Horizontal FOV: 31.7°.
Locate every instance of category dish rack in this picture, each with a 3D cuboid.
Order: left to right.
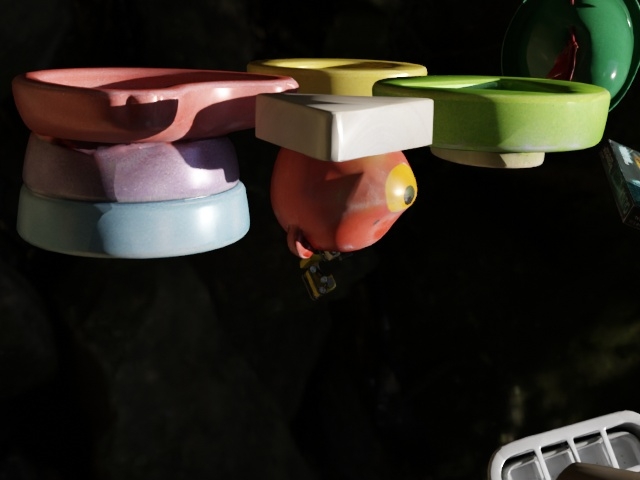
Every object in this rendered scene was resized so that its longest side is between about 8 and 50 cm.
[{"bbox_3d":[0.398,0.430,1.606,0.072,0.286,0.332,116,-42,-60],"label":"dish rack"}]

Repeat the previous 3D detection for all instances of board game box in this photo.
[{"bbox_3d":[0.389,-0.048,1.281,0.186,0.126,0.026,-80,-167,-62],"label":"board game box"}]

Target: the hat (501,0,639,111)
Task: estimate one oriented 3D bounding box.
[{"bbox_3d":[0.300,-0.182,1.194,0.173,0.208,0.183,28,7,-20],"label":"hat"}]

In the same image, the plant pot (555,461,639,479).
[{"bbox_3d":[0.357,0.374,1.177,0.323,0.280,0.323,-43,146,-40],"label":"plant pot"}]

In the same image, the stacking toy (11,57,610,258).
[{"bbox_3d":[-0.002,-0.030,0.652,0.309,0.280,0.130,-11,108,-43],"label":"stacking toy"}]

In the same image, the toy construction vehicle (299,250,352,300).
[{"bbox_3d":[0.000,0.000,1.125,0.035,0.086,0.098,-18,75,-27],"label":"toy construction vehicle"}]
